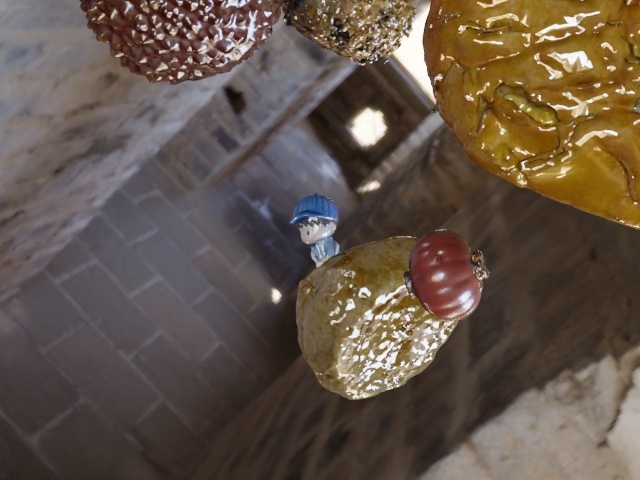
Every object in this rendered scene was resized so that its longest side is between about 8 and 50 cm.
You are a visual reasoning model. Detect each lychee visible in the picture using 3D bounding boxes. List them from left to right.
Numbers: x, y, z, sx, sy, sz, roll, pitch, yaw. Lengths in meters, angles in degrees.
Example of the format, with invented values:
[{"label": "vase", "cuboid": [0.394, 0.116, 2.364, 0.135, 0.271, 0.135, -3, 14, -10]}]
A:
[{"label": "lychee", "cuboid": [-0.214, -0.396, 1.475, 0.330, 0.306, 0.306, 32, 20, -52]}]

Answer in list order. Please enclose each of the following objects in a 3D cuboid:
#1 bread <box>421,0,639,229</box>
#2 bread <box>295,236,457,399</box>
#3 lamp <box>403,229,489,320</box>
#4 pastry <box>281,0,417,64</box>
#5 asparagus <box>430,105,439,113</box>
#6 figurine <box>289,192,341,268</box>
[{"label": "bread", "cuboid": [0.302, -0.204, 0.935, 0.398, 0.398, 0.215, 49, 7, 7]}, {"label": "bread", "cuboid": [0.067, 0.091, 1.193, 0.230, 0.230, 0.123, 30, 13, -49]}, {"label": "lamp", "cuboid": [0.137, 0.038, 1.025, 0.101, 0.090, 0.101, 52, 29, -45]}, {"label": "pastry", "cuboid": [0.058, -0.455, 1.806, 0.274, 0.193, 0.275, 27, 0, 0]}, {"label": "asparagus", "cuboid": [0.233, -0.231, 1.602, 0.013, 0.016, 0.166, 26, -13, -23]}, {"label": "figurine", "cuboid": [0.008, -0.003, 1.398, 0.136, 0.079, 0.077, 60, -24, -7]}]
